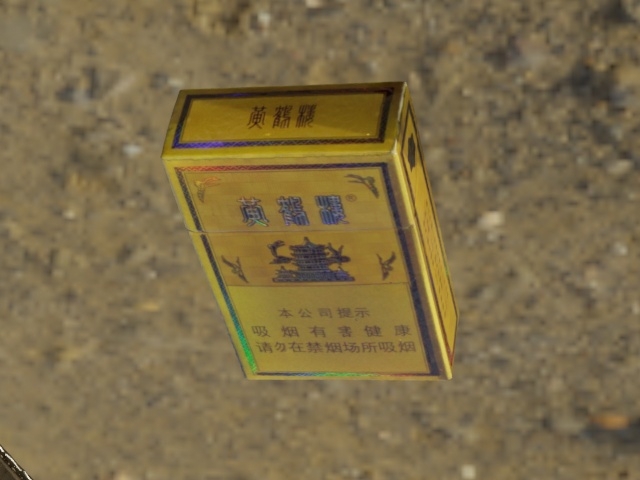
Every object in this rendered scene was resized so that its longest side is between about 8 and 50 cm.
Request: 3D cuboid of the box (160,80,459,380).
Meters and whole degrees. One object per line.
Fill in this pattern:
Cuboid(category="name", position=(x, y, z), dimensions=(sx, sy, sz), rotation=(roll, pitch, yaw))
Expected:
Cuboid(category="box", position=(0.000, 0.000, 1.469), dimensions=(0.193, 0.084, 0.301), rotation=(-1, 140, 13))

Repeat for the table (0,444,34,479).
Cuboid(category="table", position=(-0.074, 0.242, 0.559), dimensions=(0.282, 0.196, 0.250), rotation=(51, 167, -20))
